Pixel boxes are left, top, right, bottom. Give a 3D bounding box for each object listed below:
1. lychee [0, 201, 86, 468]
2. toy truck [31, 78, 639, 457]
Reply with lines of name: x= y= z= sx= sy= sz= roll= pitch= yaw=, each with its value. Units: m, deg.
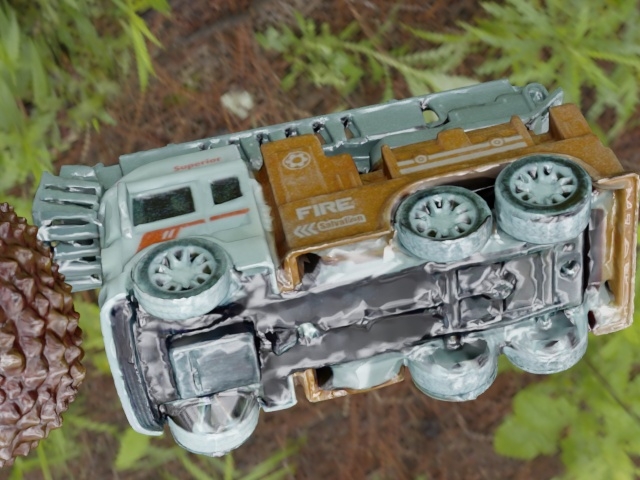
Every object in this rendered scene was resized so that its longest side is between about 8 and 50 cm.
lychee: x=-0.211 y=0.049 z=0.795 sx=0.188 sy=0.188 sz=0.188 roll=-9 pitch=120 yaw=-17
toy truck: x=0.000 y=0.000 z=0.908 sx=0.338 sy=0.184 sz=0.133 roll=-12 pitch=132 yaw=-5
